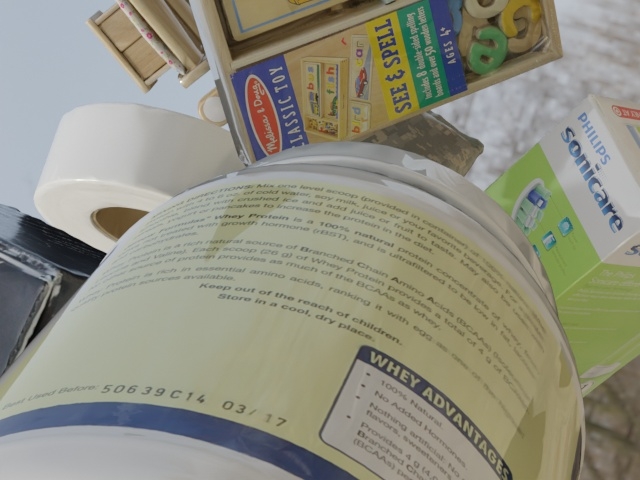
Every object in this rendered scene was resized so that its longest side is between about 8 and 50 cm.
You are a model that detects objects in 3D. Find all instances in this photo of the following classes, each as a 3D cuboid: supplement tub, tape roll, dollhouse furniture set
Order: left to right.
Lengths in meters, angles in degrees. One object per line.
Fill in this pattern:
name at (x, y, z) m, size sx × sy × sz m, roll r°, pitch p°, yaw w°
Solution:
dollhouse furniture set at (-0.193, -0.206, 1.665) m, size 0.174 × 0.303 × 0.355 m, roll -36°, pitch 13°, yaw 20°
tape roll at (-0.176, -0.047, 1.691) m, size 0.286 × 0.286 × 0.100 m, roll 62°, pitch -141°, yaw -63°
supplement tub at (-0.020, 0.108, 0.592) m, size 0.325 × 0.235 × 0.235 m, roll -59°, pitch -21°, yaw -61°

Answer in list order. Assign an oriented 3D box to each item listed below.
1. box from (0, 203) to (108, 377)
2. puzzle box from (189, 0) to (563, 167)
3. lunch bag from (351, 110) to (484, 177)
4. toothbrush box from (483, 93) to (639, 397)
box at (-0.270, 0.121, 1.100) m, size 0.480 × 0.472 × 0.297 m, roll 27°, pitch -96°, yaw -59°
puzzle box at (0.015, -0.274, 1.069) m, size 0.272 × 0.052 × 0.409 m, roll -22°, pitch -61°, yaw -10°
lunch bag at (0.000, 0.000, 1.489) m, size 0.287 × 0.169 × 0.235 m, roll -55°, pitch -12°, yaw 32°
toothbrush box at (0.213, 0.021, 1.221) m, size 0.206 × 0.122 × 0.283 m, roll 3°, pitch -36°, yaw -42°
